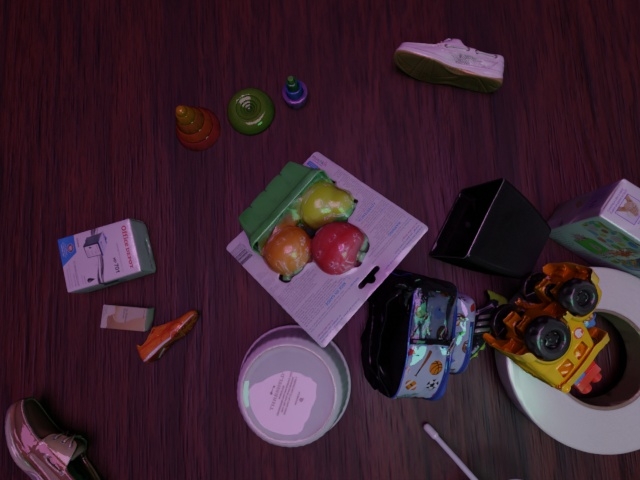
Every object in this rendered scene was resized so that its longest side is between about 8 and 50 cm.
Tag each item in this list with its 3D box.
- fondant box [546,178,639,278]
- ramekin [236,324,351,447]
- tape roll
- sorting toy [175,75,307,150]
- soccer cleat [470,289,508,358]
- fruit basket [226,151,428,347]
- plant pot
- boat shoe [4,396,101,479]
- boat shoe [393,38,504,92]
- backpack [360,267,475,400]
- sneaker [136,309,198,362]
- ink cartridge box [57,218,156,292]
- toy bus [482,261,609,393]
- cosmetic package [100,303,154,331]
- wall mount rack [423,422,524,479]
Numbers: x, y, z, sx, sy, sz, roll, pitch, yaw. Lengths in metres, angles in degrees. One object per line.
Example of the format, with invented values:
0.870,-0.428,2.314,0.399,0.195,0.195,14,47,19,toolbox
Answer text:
0.685,0.024,0.857,0.330,0.238,0.096,34,87,7,fondant box
-0.064,0.334,0.928,0.273,0.127,0.273,0,84,3,ramekin
0.585,0.250,0.877,0.392,0.072,0.392,0,83,3,tape roll
-0.212,-0.340,1.018,0.365,0.126,0.127,-17,82,2,sorting toy
0.372,0.199,0.953,0.072,0.060,0.179,33,80,16,soccer cleat
0.000,0.000,0.907,0.353,0.165,0.327,40,87,24,fruit basket
0.390,-0.007,0.919,0.167,0.188,0.187,28,86,-8,plant pot
-0.612,0.505,0.958,0.116,0.123,0.324,-31,89,-7,boat shoe
0.321,-0.452,1.013,0.277,0.098,0.096,14,84,-4,boat shoe
0.192,0.202,0.876,0.213,0.276,0.263,14,88,-8,backpack
-0.378,0.224,0.996,0.175,0.064,0.067,-39,72,-4,sneaker
-0.533,0.039,1.018,0.190,0.082,0.140,-17,83,3,ink cartridge box
0.473,0.182,0.790,0.211,0.149,0.220,42,85,-7,toy bus
-0.481,0.193,1.015,0.115,0.041,0.060,3,83,4,cosmetic package
0.284,0.602,0.879,0.304,0.130,0.350,43,88,4,wall mount rack
